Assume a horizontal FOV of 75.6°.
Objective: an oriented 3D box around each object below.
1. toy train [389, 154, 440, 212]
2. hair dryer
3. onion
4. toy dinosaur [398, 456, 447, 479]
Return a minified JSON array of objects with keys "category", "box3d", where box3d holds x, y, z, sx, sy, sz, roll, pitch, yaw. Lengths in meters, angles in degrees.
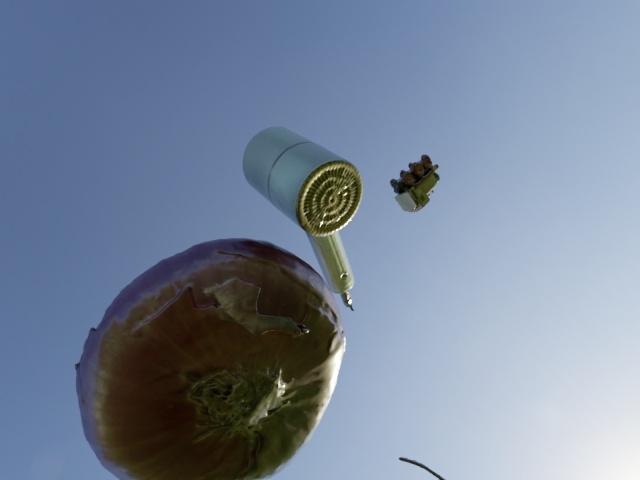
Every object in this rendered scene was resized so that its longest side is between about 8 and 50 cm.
[{"category":"toy train","box3d":[0.209,-0.123,0.883,0.138,0.050,0.087,-42,-80,-32]},{"category":"hair dryer","box3d":[0.000,0.000,0.660,0.107,0.173,0.357,-33,-47,-15]},{"category":"onion","box3d":[-0.144,0.159,0.579,0.348,0.285,0.347,-10,-72,-32]},{"category":"toy dinosaur","box3d":[0.234,0.653,0.869,0.113,0.206,0.327,2,-73,-20]}]
